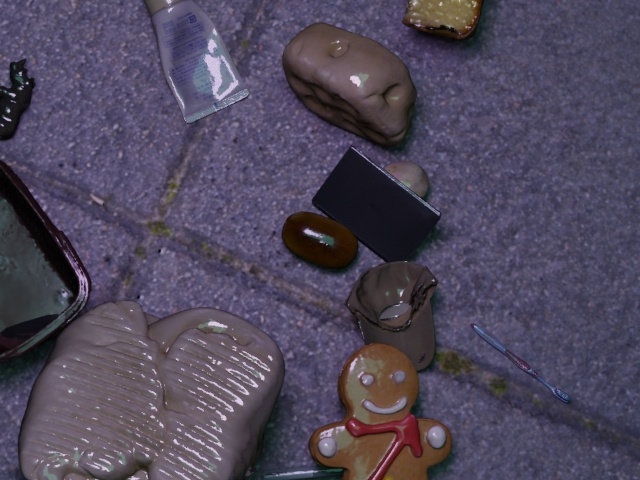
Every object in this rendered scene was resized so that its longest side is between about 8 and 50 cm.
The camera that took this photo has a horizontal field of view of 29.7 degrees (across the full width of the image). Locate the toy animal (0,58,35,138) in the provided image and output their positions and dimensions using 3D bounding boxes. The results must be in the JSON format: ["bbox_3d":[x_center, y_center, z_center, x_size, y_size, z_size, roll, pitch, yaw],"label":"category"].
[{"bbox_3d":[-0.489,-0.224,1.899,0.065,0.047,0.135,22,75,-5],"label":"toy animal"}]

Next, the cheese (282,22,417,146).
[{"bbox_3d":[0.054,-0.243,1.865,0.235,0.218,0.117,35,82,-19],"label":"cheese"}]

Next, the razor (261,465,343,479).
[{"bbox_3d":[0.017,0.347,1.818,0.211,0.036,0.084,-4,76,-6],"label":"razor"}]

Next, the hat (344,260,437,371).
[{"bbox_3d":[0.106,0.126,1.865,0.147,0.085,0.175,-9,102,-11],"label":"hat"}]

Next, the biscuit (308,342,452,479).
[{"bbox_3d":[0.091,0.322,1.785,0.216,0.047,0.339,3,85,-11],"label":"biscuit"}]

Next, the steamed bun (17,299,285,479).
[{"bbox_3d":[-0.243,0.278,1.704,0.343,0.255,0.367,19,51,10],"label":"steamed bun"}]

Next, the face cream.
[{"bbox_3d":[-0.211,-0.309,1.939,0.114,0.070,0.224,-26,93,-9],"label":"face cream"}]

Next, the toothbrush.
[{"bbox_3d":[0.312,0.190,1.885,0.193,0.019,0.013,38,78,6],"label":"toothbrush"}]

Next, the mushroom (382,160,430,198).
[{"bbox_3d":[0.130,-0.089,1.905,0.084,0.067,0.083,-4,41,3],"label":"mushroom"}]

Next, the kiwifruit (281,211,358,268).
[{"bbox_3d":[0.000,0.000,1.875,0.125,0.075,0.075,25,77,-3],"label":"kiwifruit"}]

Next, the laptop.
[{"bbox_3d":[0.085,-0.050,1.880,0.180,0.016,0.129,38,121,3],"label":"laptop"}]

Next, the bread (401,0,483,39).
[{"bbox_3d":[0.205,-0.423,1.953,0.129,0.134,0.260,7,72,8],"label":"bread"}]

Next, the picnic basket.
[{"bbox_3d":[-0.484,0.039,1.798,0.222,0.129,0.297,-36,82,-9],"label":"picnic basket"}]
